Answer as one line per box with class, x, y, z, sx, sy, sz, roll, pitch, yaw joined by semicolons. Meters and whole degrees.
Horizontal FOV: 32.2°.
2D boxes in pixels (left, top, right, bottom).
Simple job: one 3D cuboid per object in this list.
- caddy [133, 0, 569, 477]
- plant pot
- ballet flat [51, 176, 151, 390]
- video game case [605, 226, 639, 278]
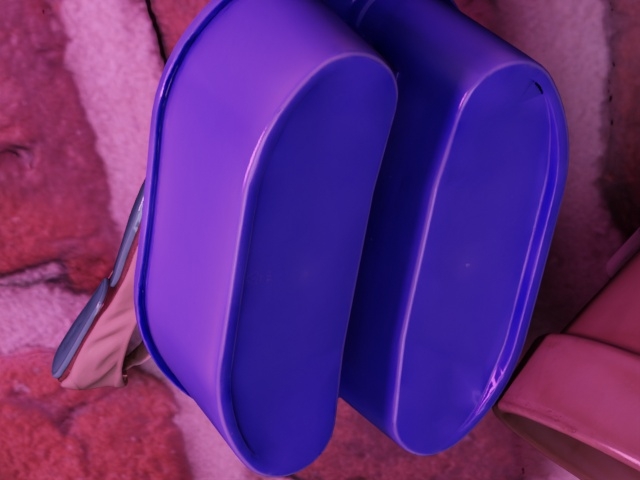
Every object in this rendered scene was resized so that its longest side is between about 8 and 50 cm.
caddy;0.010;-0.014;0.727;0.241;0.179;0.341;-2;115;-28
plant pot;0.325;0.079;0.750;0.323;0.323;0.280;34;83;-16
ballet flat;-0.149;0.041;0.928;0.086;0.086;0.248;26;126;-11
video game case;0.366;-0.003;0.896;0.183;0.023;0.201;29;118;-13
